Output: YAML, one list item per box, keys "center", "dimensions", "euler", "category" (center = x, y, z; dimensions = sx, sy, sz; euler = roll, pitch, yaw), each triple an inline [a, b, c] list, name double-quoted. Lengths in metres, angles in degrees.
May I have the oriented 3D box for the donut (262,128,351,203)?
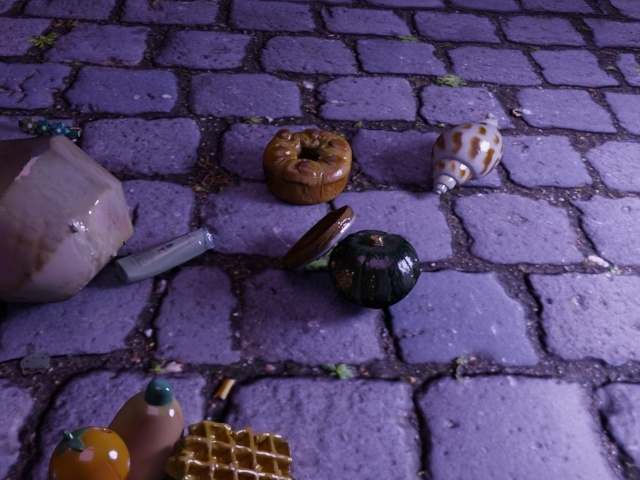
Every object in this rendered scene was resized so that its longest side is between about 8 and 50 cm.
- center: [-0.034, -0.186, 1.741]
  dimensions: [0.227, 0.113, 0.226]
  euler: [3, 41, -3]
  category: "donut"

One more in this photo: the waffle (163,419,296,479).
- center: [-0.131, 0.376, 1.050]
  dimensions: [0.219, 0.057, 0.229]
  euler: [25, 31, -31]
  category: "waffle"

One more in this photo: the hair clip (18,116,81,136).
- center: [-0.716, -0.299, 1.855]
  dimensions: [0.173, 0.049, 0.049]
  euler: [7, 41, 1]
  category: "hair clip"

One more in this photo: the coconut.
- center: [-0.567, -0.049, 1.395]
  dimensions: [0.353, 0.352, 0.352]
  euler: [3, 41, -2]
  category: "coconut"

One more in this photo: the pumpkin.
- center: [0.109, 0.056, 1.452]
  dimensions: [0.190, 0.146, 0.190]
  euler: [-16, 26, 8]
  category: "pumpkin"

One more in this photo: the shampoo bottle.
- center: [-0.331, 0.030, 1.513]
  dimensions: [0.212, 0.049, 0.072]
  euler: [-27, 46, -32]
  category: "shampoo bottle"

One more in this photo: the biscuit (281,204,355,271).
- center: [0.000, 0.000, 1.494]
  dimensions: [0.049, 0.208, 0.181]
  euler: [48, 68, -10]
  category: "biscuit"

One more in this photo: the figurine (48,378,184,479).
- center: [-0.318, 0.347, 1.023]
  dimensions: [0.124, 0.222, 0.324]
  euler: [25, 45, 18]
  category: "figurine"

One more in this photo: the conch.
- center: [0.367, -0.218, 1.791]
  dimensions: [0.275, 0.183, 0.148]
  euler: [-27, 82, -24]
  category: "conch"

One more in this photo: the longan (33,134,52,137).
- center: [-0.670, -0.213, 1.730]
  dimensions: [0.113, 0.092, 0.113]
  euler: [-1, 17, 0]
  category: "longan"

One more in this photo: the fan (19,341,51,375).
- center: [-0.531, 0.218, 1.314]
  dimensions: [0.056, 0.004, 0.083]
  euler: [-11, 43, -17]
  category: "fan"
